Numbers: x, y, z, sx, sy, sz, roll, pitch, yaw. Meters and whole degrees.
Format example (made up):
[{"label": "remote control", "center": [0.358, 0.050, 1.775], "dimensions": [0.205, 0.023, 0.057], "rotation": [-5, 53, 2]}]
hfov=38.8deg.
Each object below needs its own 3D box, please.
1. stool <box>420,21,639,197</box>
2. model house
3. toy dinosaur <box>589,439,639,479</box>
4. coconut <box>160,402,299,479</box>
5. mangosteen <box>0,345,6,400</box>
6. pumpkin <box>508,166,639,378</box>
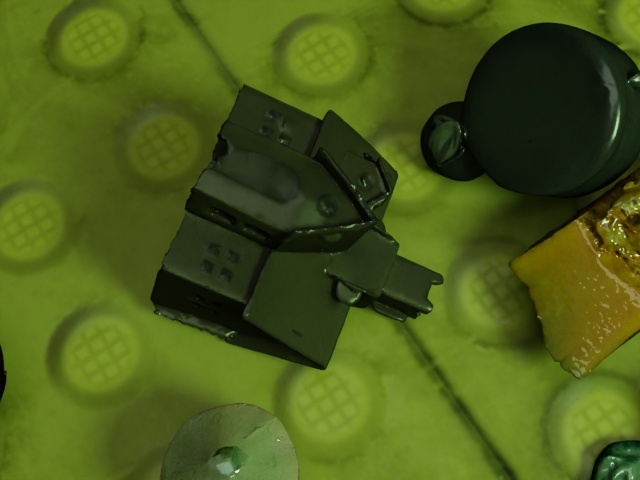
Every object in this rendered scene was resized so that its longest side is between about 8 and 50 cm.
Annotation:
[{"label": "stool", "center": [0.211, -0.121, 0.863], "dimensions": [0.228, 0.139, 0.153], "rotation": [14, 99, 39]}, {"label": "model house", "center": [0.000, 0.000, 0.821], "dimensions": [0.243, 0.204, 0.211], "rotation": [24, 73, -6]}, {"label": "toy dinosaur", "center": [0.404, 0.148, 0.747], "dimensions": [0.383, 0.076, 0.129], "rotation": [-37, 81, 16]}, {"label": "coconut", "center": [-0.074, 0.199, 0.777], "dimensions": [0.116, 0.122, 0.116], "rotation": [-1, 69, 3]}, {"label": "mangosteen", "center": [-0.378, 0.119, 0.813], "dimensions": [0.180, 0.166, 0.166], "rotation": [13, 69, 36]}, {"label": "pumpkin", "center": [0.298, 0.005, 0.837], "dimensions": [0.248, 0.126, 0.131], "rotation": [-36, 83, 12]}]
